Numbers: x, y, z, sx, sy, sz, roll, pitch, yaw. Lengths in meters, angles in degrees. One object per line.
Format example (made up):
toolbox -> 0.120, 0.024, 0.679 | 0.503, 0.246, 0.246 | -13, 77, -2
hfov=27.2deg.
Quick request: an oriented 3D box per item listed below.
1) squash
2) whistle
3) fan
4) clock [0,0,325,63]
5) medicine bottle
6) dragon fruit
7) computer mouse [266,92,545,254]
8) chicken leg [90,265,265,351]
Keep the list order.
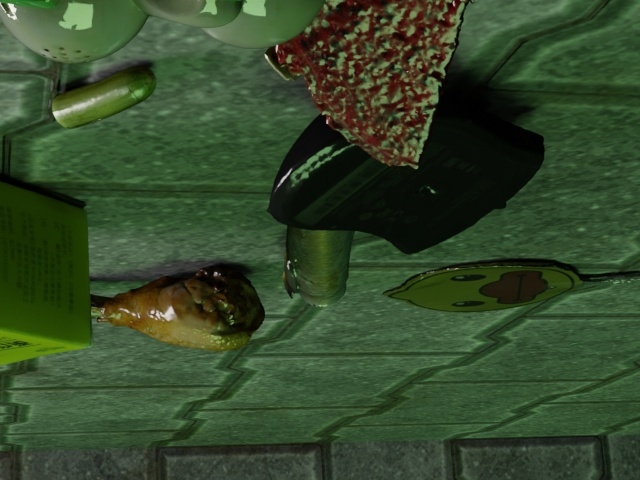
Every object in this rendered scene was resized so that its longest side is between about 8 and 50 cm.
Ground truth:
squash -> -0.146, -0.099, 0.905 | 0.083, 0.027, 0.027 | -14, 161, 35
whistle -> 0.000, -0.001, 1.227 | 0.068, 0.057, 0.326 | -5, 164, -5
fan -> 0.240, 0.053, 1.551 | 0.335, 0.011, 0.229 | -5, 164, 6
clock -> -0.079, -0.144, 0.625 | 0.231, 0.103, 0.144 | -2, 166, 2
medicine bottle -> -0.313, 0.019, 1.086 | 0.137, 0.141, 0.250 | -15, 161, 26
dragon fruit -> 0.029, -0.133, 0.738 | 0.106, 0.083, 0.162 | 13, 131, 2
computer mouse -> 0.061, -0.063, 0.967 | 0.147, 0.088, 0.264 | -33, 152, 25
chicken leg -> -0.185, 0.075, 1.420 | 0.252, 0.087, 0.107 | 1, 154, 7
